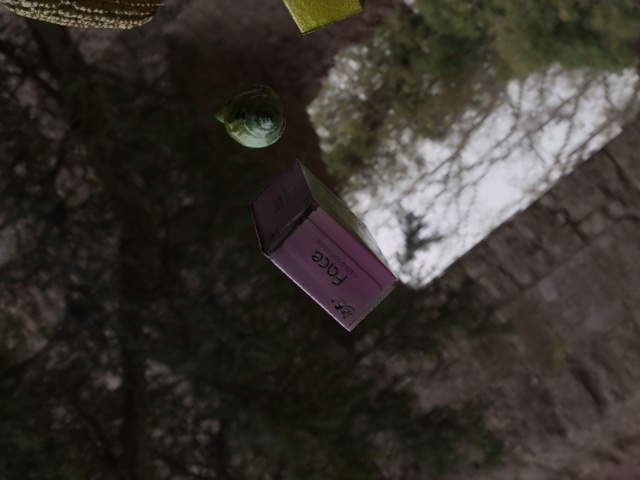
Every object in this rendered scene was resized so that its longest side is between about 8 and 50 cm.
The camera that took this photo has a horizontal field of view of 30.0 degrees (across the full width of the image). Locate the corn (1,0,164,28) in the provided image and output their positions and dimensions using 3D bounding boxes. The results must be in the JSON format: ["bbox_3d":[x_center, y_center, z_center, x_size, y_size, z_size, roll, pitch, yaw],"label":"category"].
[{"bbox_3d":[-0.348,-0.370,1.745,0.322,0.119,0.119,-8,-120,-56],"label":"corn"}]

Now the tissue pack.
[{"bbox_3d":[0.000,0.000,1.489,0.148,0.092,0.246,43,-174,-15],"label":"tissue pack"}]

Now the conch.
[{"bbox_3d":[-0.101,-0.190,1.806,0.079,0.095,0.201,44,-177,-32],"label":"conch"}]

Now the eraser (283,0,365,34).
[{"bbox_3d":[-0.008,-0.343,1.576,0.045,0.097,0.122,-89,-25,-48],"label":"eraser"}]
